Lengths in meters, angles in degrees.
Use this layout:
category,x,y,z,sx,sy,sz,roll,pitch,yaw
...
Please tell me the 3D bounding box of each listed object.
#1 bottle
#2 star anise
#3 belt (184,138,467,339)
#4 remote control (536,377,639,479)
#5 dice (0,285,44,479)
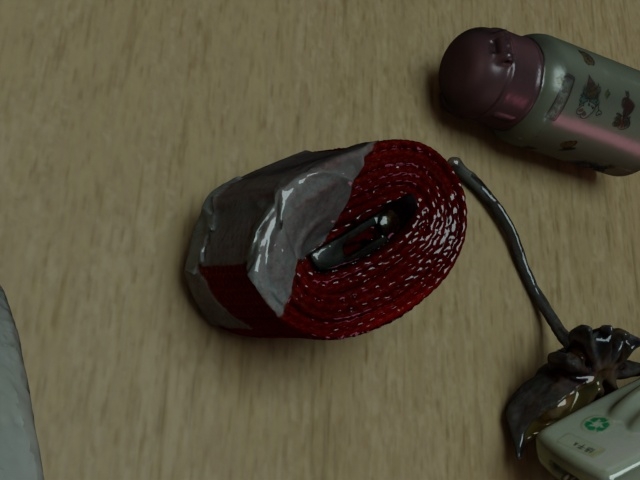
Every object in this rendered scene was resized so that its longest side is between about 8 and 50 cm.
category,x,y,z,sx,sy,sz,roll,pitch,yaw
bottle,0.220,-0.137,0.978,0.233,0.110,0.110,12,62,-30
star anise,0.176,0.066,0.908,0.148,0.218,0.227,-24,37,-11
belt,0.000,0.000,0.750,0.201,0.124,0.128,-25,103,-35
remote control,0.286,0.134,0.817,0.230,0.090,0.049,-22,115,-21
dice,-0.239,0.142,0.371,0.259,0.243,0.251,-5,104,-21
